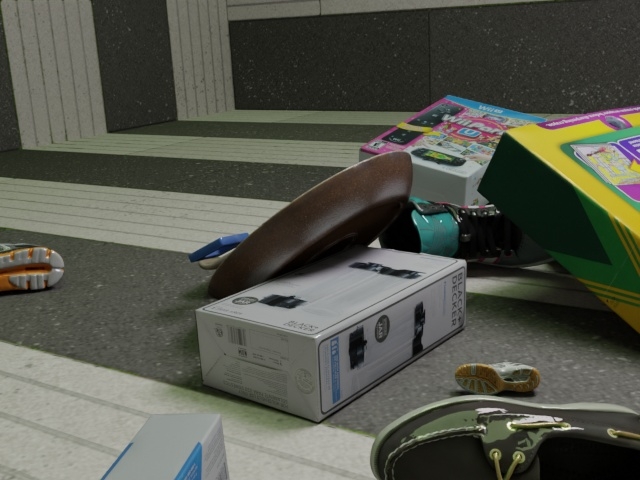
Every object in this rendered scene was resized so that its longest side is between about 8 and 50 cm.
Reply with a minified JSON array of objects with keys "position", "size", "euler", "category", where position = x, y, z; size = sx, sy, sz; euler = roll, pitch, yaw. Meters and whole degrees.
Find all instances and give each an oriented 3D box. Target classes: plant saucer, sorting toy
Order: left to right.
[{"position":[-0.054,0.010,1.161],"size":[0.195,0.047,0.347],"euler":[-24,-6,17],"category":"sorting toy"},{"position":[0.000,0.000,1.017],"size":[0.310,0.050,0.310],"euler":[-32,-13,-8],"category":"plant saucer"}]

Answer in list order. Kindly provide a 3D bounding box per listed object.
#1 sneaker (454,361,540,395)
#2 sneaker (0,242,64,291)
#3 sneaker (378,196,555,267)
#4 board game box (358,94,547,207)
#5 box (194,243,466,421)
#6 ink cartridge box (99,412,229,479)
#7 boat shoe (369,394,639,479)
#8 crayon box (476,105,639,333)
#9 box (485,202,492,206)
[{"position":[0.175,0.137,0.799],"size":[0.083,0.032,0.037],"euler":[3,2,4],"category":"sneaker"},{"position":[-0.497,0.041,1.198],"size":[0.214,0.084,0.083],"euler":[2,10,-17],"category":"sneaker"},{"position":[0.202,-0.008,1.130],"size":[0.295,0.124,0.178],"euler":[-2,8,37],"category":"sneaker"},{"position":[0.246,-0.159,1.473],"size":[0.224,0.098,0.303],"euler":[21,37,33],"category":"board game box"},{"position":[0.024,0.087,0.892],"size":[0.169,0.087,0.290],"euler":[8,19,37],"category":"box"},{"position":[-0.089,0.183,0.497],"size":[0.052,0.123,0.088],"euler":[-4,14,11],"category":"ink cartridge box"},{"position":[0.153,0.163,0.595],"size":[0.227,0.081,0.069],"euler":[-2,11,-7],"category":"boat shoe"},{"position":[0.435,-0.036,0.994],"size":[0.362,0.106,0.313],"euler":[-14,48,-34],"category":"crayon box"},{"position":[0.389,-0.166,1.744],"size":[0.318,0.097,0.395],"euler":[-7,16,-6],"category":"box"}]
